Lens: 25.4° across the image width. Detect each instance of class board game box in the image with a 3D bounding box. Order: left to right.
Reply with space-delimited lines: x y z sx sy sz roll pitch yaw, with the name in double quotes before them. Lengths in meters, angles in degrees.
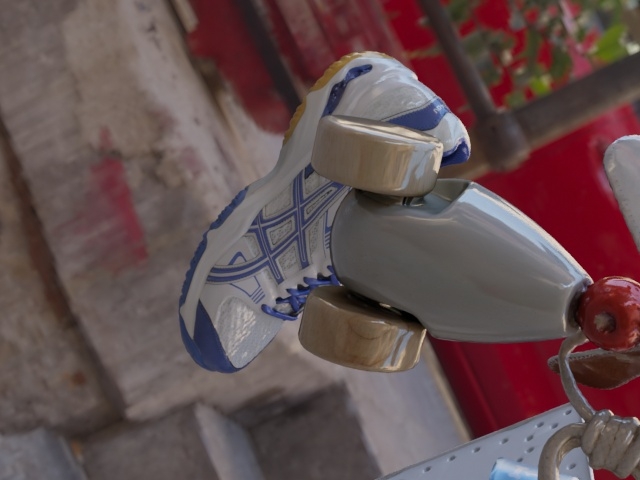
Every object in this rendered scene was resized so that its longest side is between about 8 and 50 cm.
"board game box" 0.176 0.387 1.817 0.050 0.389 0.390 61 15 -18

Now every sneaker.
"sneaker" 0.000 0.000 1.117 0.131 0.296 0.112 40 16 26

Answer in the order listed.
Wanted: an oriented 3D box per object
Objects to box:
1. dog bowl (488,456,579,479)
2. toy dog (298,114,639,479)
"dog bowl" 0.192 0.341 1.250 0.166 0.074 0.297 3 86 -72
"toy dog" 0.140 0.025 0.913 0.333 0.220 0.161 34 22 12
